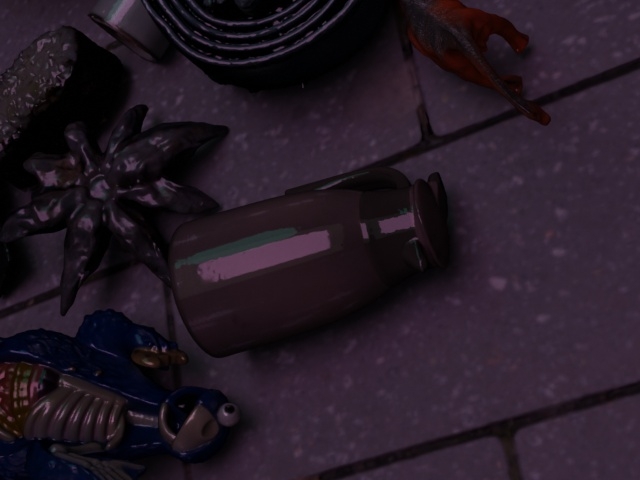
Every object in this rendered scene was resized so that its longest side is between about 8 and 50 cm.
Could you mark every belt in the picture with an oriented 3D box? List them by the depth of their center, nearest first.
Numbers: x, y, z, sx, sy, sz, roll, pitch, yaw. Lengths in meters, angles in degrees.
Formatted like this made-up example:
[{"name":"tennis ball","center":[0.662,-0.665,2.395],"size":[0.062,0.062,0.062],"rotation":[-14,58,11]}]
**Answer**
[{"name":"belt","center":[-0.046,-0.254,0.879],"size":[0.206,0.116,0.268],"rotation":[-4,83,12]}]

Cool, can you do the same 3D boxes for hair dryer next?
[{"name":"hair dryer","center":[-0.192,-0.260,1.040],"size":[0.236,0.073,0.131],"rotation":[30,86,42]}]

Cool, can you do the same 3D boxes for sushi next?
[{"name":"sushi","center":[-0.246,-0.119,1.000],"size":[0.150,0.078,0.090],"rotation":[-51,51,5]}]

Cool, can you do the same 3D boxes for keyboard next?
[{"name":"keyboard","center":[-0.310,-0.041,1.027],"size":[0.060,0.018,0.196],"rotation":[-54,50,43]}]

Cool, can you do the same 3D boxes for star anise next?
[{"name":"star anise","center":[-0.174,-0.033,0.926],"size":[0.204,0.061,0.181],"rotation":[-8,76,6]}]

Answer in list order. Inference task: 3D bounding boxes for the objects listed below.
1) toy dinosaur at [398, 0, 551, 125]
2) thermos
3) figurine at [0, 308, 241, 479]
[{"name":"toy dinosaur","center":[0.106,-0.139,0.795],"size":[0.055,0.101,0.279],"rotation":[-62,34,15]},{"name":"thermos","center":[0.000,0.000,0.817],"size":[0.193,0.105,0.137],"rotation":[-18,34,18]},{"name":"figurine","center":[-0.186,0.133,0.862],"size":[0.262,0.121,0.164],"rotation":[14,47,23]}]
